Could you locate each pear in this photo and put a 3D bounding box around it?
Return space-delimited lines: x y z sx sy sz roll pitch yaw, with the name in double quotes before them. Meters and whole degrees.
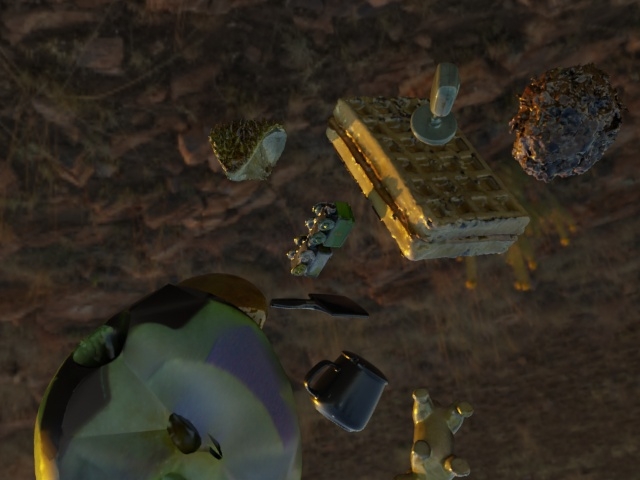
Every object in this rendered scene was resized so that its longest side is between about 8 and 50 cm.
"pear" -0.218 0.273 1.056 0.165 0.399 0.399 -18 155 38

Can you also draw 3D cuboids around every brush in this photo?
"brush" -0.005 0.095 1.182 0.193 0.063 0.016 11 108 -48

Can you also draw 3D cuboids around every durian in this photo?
"durian" -0.157 -0.196 1.725 0.144 0.139 0.252 3 -176 11

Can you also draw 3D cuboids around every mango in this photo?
"mango" -0.191 0.113 1.344 0.227 0.136 0.099 -2 124 27

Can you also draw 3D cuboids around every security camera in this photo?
"security camera" 0.134 -0.152 0.884 0.058 0.058 0.092 -5 157 -8

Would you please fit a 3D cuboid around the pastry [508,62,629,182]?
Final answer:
"pastry" 0.510 -0.261 1.713 0.275 0.193 0.275 -12 136 -12

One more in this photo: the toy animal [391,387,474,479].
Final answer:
"toy animal" 0.198 0.388 1.465 0.121 0.233 0.168 13 155 0

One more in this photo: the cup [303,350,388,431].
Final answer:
"cup" 0.059 0.372 2.050 0.223 0.169 0.176 39 86 -34

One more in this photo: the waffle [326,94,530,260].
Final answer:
"waffle" 0.190 -0.127 1.534 0.261 0.376 0.114 -7 140 -32

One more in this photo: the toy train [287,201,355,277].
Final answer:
"toy train" 0.000 0.000 1.549 0.081 0.060 0.202 5 141 -24
